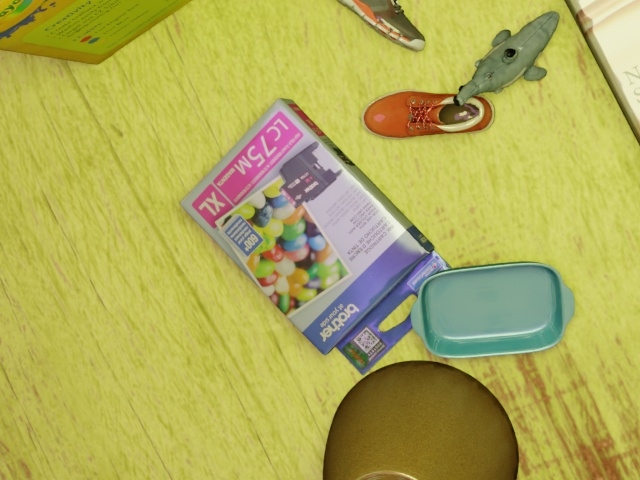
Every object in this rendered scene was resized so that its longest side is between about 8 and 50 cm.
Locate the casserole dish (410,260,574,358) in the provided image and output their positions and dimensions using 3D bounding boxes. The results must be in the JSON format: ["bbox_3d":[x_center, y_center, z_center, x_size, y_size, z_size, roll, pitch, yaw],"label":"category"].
[{"bbox_3d":[0.200,0.077,1.235,0.188,0.037,0.114,-6,110,7],"label":"casserole dish"}]

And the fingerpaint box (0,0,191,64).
[{"bbox_3d":[-0.180,-0.381,1.122,0.445,0.371,0.163,-30,89,15],"label":"fingerpaint box"}]

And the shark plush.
[{"bbox_3d":[0.199,-0.204,1.178,0.161,0.067,0.073,-26,80,-24],"label":"shark plush"}]

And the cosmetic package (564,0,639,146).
[{"bbox_3d":[0.390,-0.180,1.135,0.153,0.129,0.296,-29,88,15],"label":"cosmetic package"}]

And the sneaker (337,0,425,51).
[{"bbox_3d":[0.068,-0.285,1.235,0.158,0.061,0.065,39,96,6],"label":"sneaker"}]

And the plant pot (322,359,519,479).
[{"bbox_3d":[0.099,0.275,1.184,0.237,0.254,0.237,1,95,12],"label":"plant pot"}]

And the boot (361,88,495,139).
[{"bbox_3d":[0.120,-0.148,1.224,0.158,0.084,0.059,-2,97,15],"label":"boot"}]

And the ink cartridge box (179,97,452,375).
[{"bbox_3d":[0.000,0.000,1.279,0.311,0.065,0.186,46,103,3],"label":"ink cartridge box"}]
